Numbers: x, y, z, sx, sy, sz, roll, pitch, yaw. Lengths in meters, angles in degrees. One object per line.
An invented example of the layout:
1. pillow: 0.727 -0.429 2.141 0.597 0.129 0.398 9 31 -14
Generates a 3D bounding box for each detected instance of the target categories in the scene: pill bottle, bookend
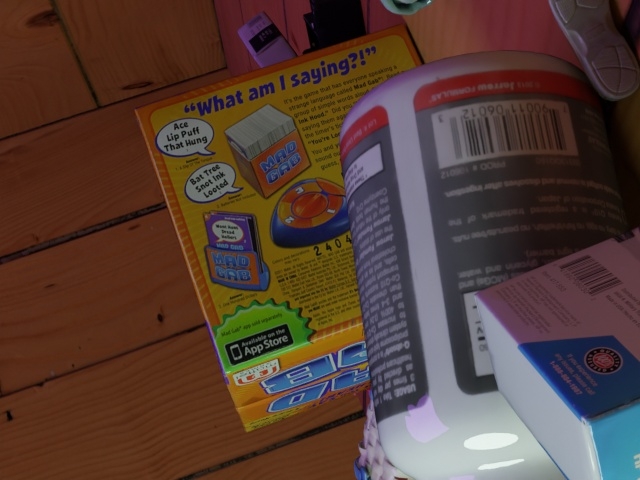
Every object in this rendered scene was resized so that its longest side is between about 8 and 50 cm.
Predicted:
1. pill bottle: 0.136 0.063 0.727 0.210 0.210 0.363 93 171 -72
2. bookend: 0.013 -0.330 1.490 0.156 0.072 0.157 -117 11 -50

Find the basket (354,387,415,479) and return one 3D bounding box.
1. basket: 0.174 0.320 1.291 0.201 0.254 0.289 -159 69 -76

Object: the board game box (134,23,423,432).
1. board game box: 0.000 0.000 1.290 0.356 0.356 0.356 90 161 -69

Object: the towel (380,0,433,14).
1. towel: 0.034 -0.457 0.953 0.374 0.090 0.321 82 170 -57

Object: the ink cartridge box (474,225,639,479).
1. ink cartridge box: 0.204 0.054 0.539 0.140 0.190 0.082 -121 13 -62

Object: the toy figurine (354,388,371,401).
1. toy figurine: 0.129 0.250 1.773 0.130 0.159 0.173 121 129 -81

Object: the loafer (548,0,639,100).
1. loafer: 0.190 -0.158 0.701 0.039 0.045 0.125 79 169 -88

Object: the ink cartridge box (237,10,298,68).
1. ink cartridge box: 0.004 -0.207 1.627 0.371 0.069 0.176 52 -175 -28
